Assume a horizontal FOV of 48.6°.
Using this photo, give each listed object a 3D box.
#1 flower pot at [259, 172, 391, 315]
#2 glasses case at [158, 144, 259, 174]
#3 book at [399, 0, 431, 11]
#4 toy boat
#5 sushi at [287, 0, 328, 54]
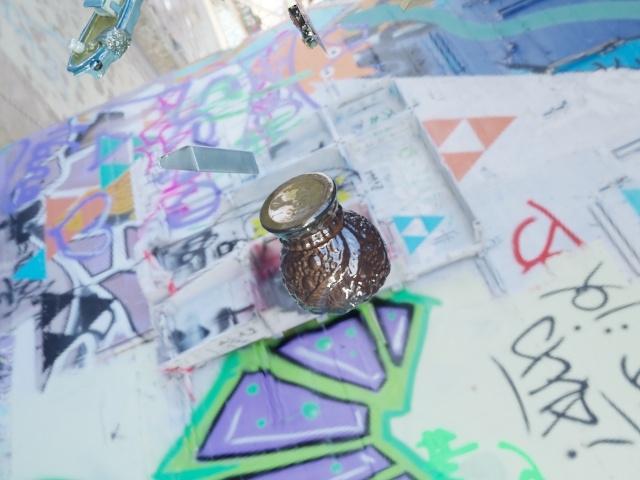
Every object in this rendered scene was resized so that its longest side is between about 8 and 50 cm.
[{"bbox_3d":[0.000,0.000,1.654,0.267,0.266,0.267,57,9,-37],"label":"flower pot"},{"bbox_3d":[-0.242,-0.181,1.590,0.266,0.105,0.056,-9,106,-67],"label":"glasses case"},{"bbox_3d":[0.313,-0.538,1.326,0.021,0.310,0.217,62,-25,7],"label":"book"},{"bbox_3d":[-0.420,-0.419,1.356,0.098,0.109,0.238,33,75,-57],"label":"toy boat"},{"bbox_3d":[-0.052,-0.601,1.969,0.193,0.043,0.279,62,10,-5],"label":"sushi"}]
